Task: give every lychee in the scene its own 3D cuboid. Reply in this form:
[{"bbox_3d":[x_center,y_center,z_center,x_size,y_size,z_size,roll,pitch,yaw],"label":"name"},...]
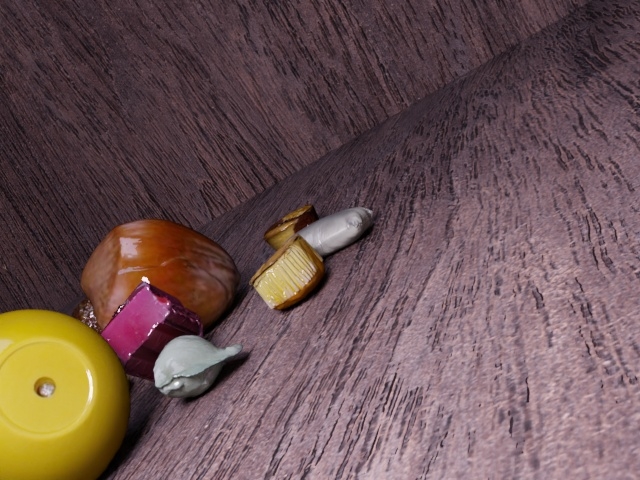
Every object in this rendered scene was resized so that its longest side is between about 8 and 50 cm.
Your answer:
[{"bbox_3d":[-0.588,0.231,2.181,0.238,0.200,0.200,-38,5,44],"label":"lychee"}]

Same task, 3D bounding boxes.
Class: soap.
[{"bbox_3d":[-0.317,0.196,1.593,0.162,0.099,0.250,-53,-24,-6],"label":"soap"}]

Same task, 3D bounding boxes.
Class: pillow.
[{"bbox_3d":[-0.001,0.001,1.832,0.254,0.078,0.144,-27,13,23],"label":"pillow"}]

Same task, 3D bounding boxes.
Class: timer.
[{"bbox_3d":[-0.513,0.303,1.404,0.376,0.376,0.387,-41,1,-33],"label":"timer"}]

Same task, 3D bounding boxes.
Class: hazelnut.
[{"bbox_3d":[-0.376,0.106,1.907,0.372,0.316,0.372,-1,26,1],"label":"hazelnut"}]

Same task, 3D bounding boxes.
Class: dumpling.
[{"bbox_3d":[-0.224,0.234,1.485,0.149,0.105,0.217,9,3,-1],"label":"dumpling"}]

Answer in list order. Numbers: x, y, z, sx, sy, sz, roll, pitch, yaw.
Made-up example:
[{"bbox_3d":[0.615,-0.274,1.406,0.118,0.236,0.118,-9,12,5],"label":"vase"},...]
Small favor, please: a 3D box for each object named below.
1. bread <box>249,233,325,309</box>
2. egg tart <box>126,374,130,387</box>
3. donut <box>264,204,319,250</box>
[{"bbox_3d":[-0.064,0.070,1.657,0.132,0.114,0.190,-39,1,18],"label":"bread"},{"bbox_3d":[-0.559,0.358,1.773,0.294,0.116,0.295,-33,13,8],"label":"egg tart"},{"bbox_3d":[-0.073,-0.029,2.152,0.166,0.073,0.184,-36,12,-12],"label":"donut"}]
